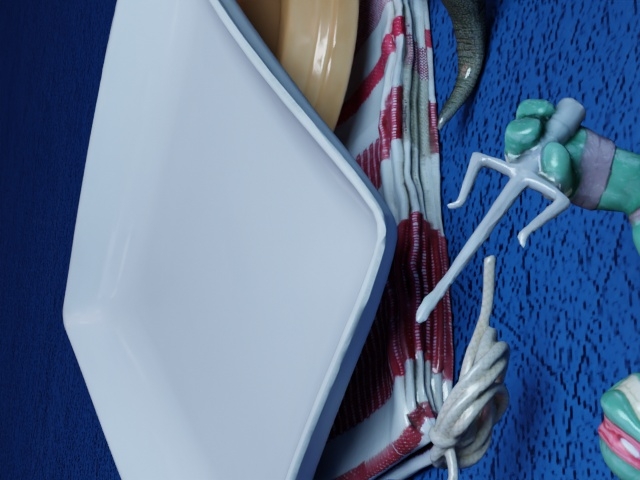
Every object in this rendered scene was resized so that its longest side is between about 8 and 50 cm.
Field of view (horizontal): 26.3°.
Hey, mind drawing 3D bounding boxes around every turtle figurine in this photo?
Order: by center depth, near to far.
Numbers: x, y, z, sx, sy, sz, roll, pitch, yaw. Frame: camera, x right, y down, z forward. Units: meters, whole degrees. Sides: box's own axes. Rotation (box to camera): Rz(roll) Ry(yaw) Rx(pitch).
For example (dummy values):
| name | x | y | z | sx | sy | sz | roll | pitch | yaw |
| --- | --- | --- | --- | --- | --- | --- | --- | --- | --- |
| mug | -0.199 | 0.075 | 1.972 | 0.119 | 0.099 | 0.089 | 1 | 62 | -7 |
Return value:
| name | x | y | z | sx | sy | sz | roll | pitch | yaw |
| --- | --- | --- | --- | --- | --- | --- | --- | --- | --- |
| turtle figurine | 0.133 | 0.002 | 0.427 | 0.234 | 0.118 | 0.175 | -57 | 44 | 11 |

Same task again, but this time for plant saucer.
| name | x | y | z | sx | sy | sz | roll | pitch | yaw |
| --- | --- | --- | --- | --- | --- | --- | --- | --- | --- |
| plant saucer | -0.035 | -0.114 | 0.855 | 0.200 | 0.037 | 0.200 | -171 | 90 | -66 |

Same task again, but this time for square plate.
| name | x | y | z | sx | sy | sz | roll | pitch | yaw |
| --- | --- | --- | --- | --- | --- | --- | --- | --- | --- |
| square plate | -0.066 | 0.024 | 0.802 | 0.347 | 0.049 | 0.344 | 57 | 140 | 44 |

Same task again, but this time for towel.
| name | x | y | z | sx | sy | sz | roll | pitch | yaw |
| --- | --- | --- | --- | --- | --- | --- | --- | --- | --- |
| towel | 0.000 | 0.000 | 0.822 | 0.237 | 0.037 | 0.329 | 136 | 138 | -54 |

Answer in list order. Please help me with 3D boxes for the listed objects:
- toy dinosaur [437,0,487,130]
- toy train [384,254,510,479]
| name | x | y | z | sx | sy | sz | roll | pitch | yaw |
| --- | --- | --- | --- | --- | --- | --- | --- | --- | --- |
| toy dinosaur | 0.056 | -0.220 | 0.690 | 0.160 | 0.121 | 0.313 | 155 | 128 | -77 |
| toy train | 0.075 | 0.139 | 0.527 | 0.143 | 0.105 | 0.248 | 20 | 99 | 56 |
